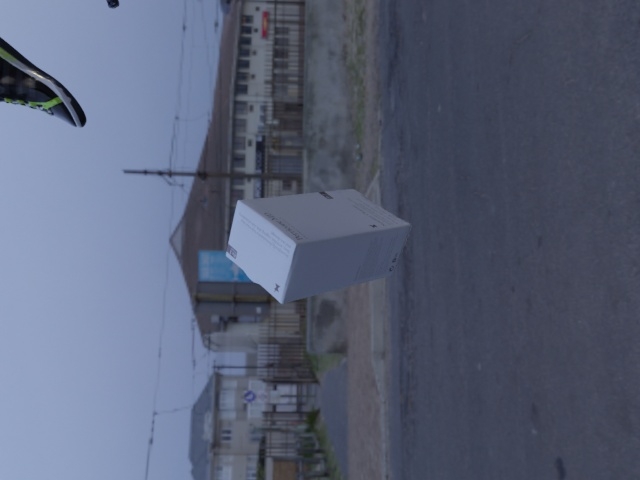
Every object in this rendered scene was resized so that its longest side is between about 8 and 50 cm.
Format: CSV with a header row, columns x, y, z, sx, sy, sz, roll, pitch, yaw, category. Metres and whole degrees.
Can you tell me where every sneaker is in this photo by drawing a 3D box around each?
x,y,z,sx,sy,sz,roll,pitch,yaw,category
-0.512,-0.252,1.061,0.097,0.235,0.084,-54,9,-15,sneaker

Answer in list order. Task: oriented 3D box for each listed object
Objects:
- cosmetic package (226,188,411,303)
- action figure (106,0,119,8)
x,y,z,sx,sy,sz,roll,pitch,yaw,category
0.000,0.000,1.459,0.217,0.385,0.156,35,119,34,cosmetic package
-0.574,-0.638,1.297,0.330,0.179,0.341,-12,-97,-74,action figure
